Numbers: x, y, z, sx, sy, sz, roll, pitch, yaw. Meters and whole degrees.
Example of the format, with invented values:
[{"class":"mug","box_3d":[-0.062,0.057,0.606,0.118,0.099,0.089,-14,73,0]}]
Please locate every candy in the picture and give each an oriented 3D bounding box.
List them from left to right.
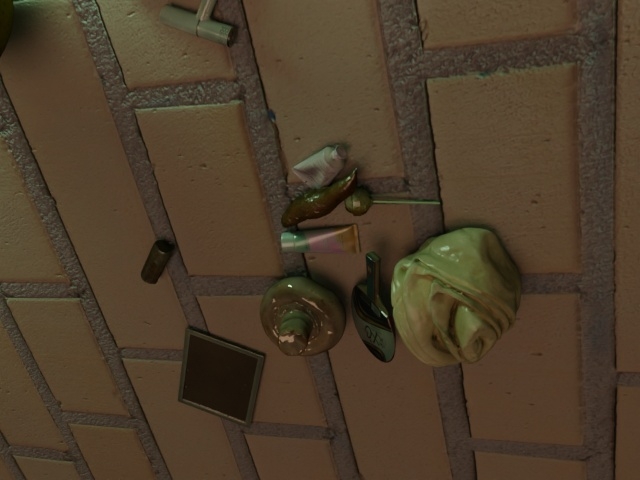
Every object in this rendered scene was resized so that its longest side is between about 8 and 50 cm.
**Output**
[{"class":"candy","box_3d":[0.150,-0.080,1.456,0.203,0.061,0.061,2,122,10]}]

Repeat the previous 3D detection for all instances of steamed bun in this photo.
[{"class":"steamed bun","box_3d":[0.268,0.144,1.451,0.289,0.203,0.276,-25,108,33]}]

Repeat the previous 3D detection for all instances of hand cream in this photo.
[{"class":"hand cream","box_3d":[0.000,0.000,1.564,0.174,0.047,0.076,-2,119,11]},{"class":"hand cream","box_3d":[0.006,-0.156,1.462,0.084,0.053,0.142,44,141,-9]}]

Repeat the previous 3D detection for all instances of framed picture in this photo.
[{"class":"framed picture","box_3d":[-0.279,0.382,1.925,0.233,0.019,0.296,20,125,7]}]

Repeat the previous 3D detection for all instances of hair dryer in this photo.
[{"class":"hair dryer","box_3d":[-0.226,-0.485,1.341,0.155,0.044,0.183,19,121,7]}]

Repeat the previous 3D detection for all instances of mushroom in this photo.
[{"class":"mushroom","box_3d":[-0.041,0.196,1.615,0.207,0.209,0.206,-2,140,-2]}]

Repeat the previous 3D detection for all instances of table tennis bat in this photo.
[{"class":"table tennis bat","box_3d":[0.120,0.151,1.555,0.173,0.022,0.301,45,149,43]}]

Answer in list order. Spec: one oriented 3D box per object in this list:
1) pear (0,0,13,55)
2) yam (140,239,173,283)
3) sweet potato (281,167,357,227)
[{"class":"pear","box_3d":[-0.807,-0.482,1.368,0.418,0.363,0.362,48,130,21]},{"class":"yam","box_3d":[-0.412,0.053,1.744,0.054,0.054,0.132,33,127,-2]},{"class":"sweet potato","box_3d":[-0.003,-0.083,1.485,0.067,0.067,0.274,49,135,-13]}]
